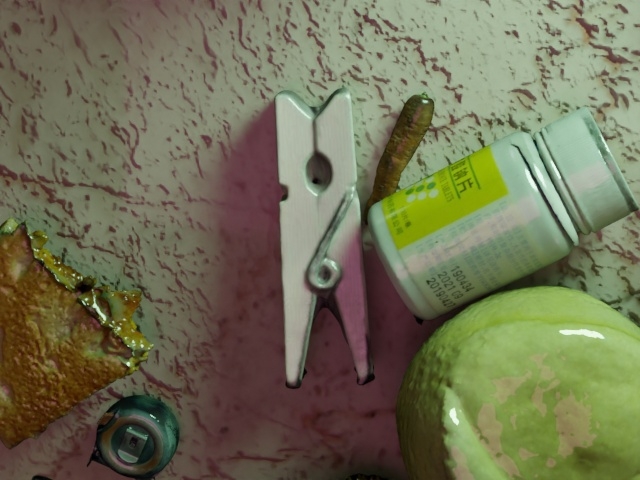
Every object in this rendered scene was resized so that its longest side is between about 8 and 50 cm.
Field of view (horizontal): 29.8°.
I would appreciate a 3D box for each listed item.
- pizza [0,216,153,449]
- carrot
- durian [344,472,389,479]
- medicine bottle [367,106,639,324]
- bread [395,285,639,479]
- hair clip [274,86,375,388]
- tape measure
[{"bbox_3d":[-0.299,0.110,1.393,0.229,0.081,0.289,5,107,12],"label":"pizza"},{"bbox_3d":[0.082,-0.087,1.315,0.036,0.035,0.165,25,110,0],"label":"carrot"},{"bbox_3d":[0.021,0.344,1.385,0.237,0.137,0.193,25,134,-17],"label":"durian"},{"bbox_3d":[0.190,-0.028,1.262,0.258,0.143,0.143,-26,101,13],"label":"medicine bottle"},{"bbox_3d":[0.236,0.204,1.273,0.321,0.237,0.320,-3,107,-11],"label":"bread"},{"bbox_3d":[0.000,-0.001,1.324,0.101,0.085,0.330,-3,99,6],"label":"hair clip"},{"bbox_3d":[-0.239,0.250,1.386,0.104,0.180,0.107,27,109,16],"label":"tape measure"}]
